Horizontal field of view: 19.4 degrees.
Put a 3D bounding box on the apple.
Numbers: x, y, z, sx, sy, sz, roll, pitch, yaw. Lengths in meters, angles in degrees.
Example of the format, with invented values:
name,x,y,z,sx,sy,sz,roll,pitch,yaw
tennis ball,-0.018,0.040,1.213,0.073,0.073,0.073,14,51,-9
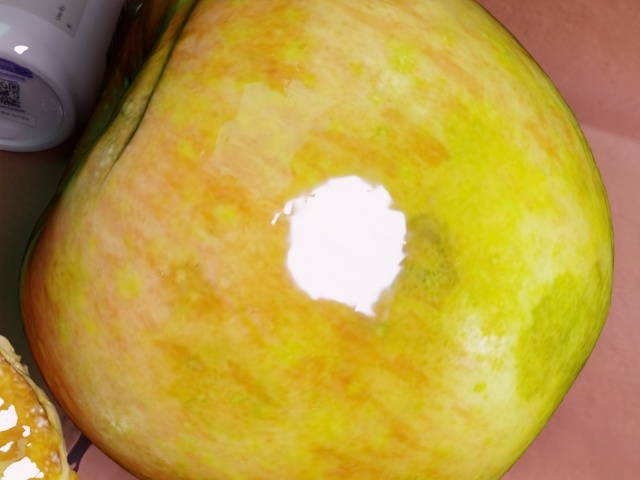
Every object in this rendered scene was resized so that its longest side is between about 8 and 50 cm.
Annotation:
name,x,y,z,sx,sy,sz,roll,pitch,yaw
apple,0.000,0.000,1.068,0.339,0.339,0.340,-4,54,5

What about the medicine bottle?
name,x,y,z,sx,sy,sz,roll,pitch,yaw
medicine bottle,-0.204,-0.183,1.344,0.135,0.135,0.215,5,55,12

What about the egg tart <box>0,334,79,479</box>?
name,x,y,z,sx,sy,sz,roll,pitch,yaw
egg tart,-0.263,0.148,0.973,0.116,0.295,0.295,-21,41,45
